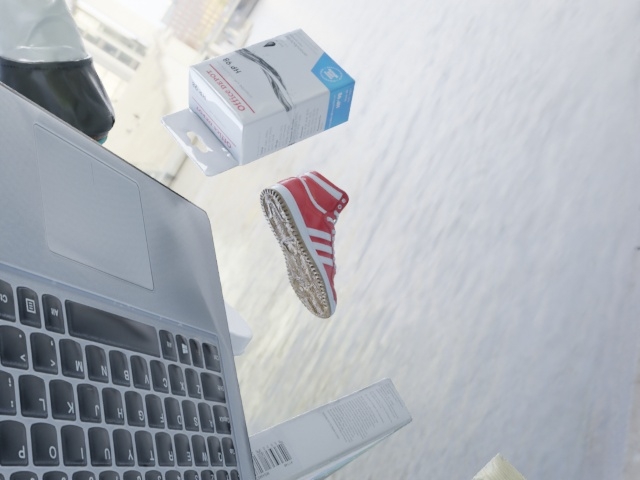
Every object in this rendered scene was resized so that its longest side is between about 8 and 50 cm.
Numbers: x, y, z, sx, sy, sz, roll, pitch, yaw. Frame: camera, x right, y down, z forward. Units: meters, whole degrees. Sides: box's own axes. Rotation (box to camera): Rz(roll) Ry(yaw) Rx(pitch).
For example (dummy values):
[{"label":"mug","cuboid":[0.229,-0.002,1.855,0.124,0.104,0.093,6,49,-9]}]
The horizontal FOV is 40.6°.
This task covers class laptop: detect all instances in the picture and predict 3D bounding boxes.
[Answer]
[{"label":"laptop","cuboid":[-0.014,0.090,0.433,0.382,0.237,0.407,39,-144,-67]}]

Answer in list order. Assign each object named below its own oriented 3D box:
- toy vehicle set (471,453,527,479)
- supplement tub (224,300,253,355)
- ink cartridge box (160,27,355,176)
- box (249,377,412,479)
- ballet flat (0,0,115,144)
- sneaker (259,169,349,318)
[{"label":"toy vehicle set","cuboid":[0.169,0.297,0.742,0.035,0.166,0.266,-36,-22,-25]},{"label":"supplement tub","cuboid":[-0.171,0.131,0.811,0.199,0.144,0.144,-52,13,4]},{"label":"ink cartridge box","cuboid":[-0.066,-0.147,0.906,0.180,0.104,0.060,-27,-30,-28]},{"label":"box","cuboid":[-0.082,0.258,0.880,0.232,0.058,0.322,-14,-21,-41]},{"label":"ballet flat","cuboid":[-0.254,-0.166,0.712,0.280,0.095,0.096,36,129,41]},{"label":"sneaker","cuboid":[0.000,0.000,0.707,0.042,0.118,0.067,-6,21,47]}]
